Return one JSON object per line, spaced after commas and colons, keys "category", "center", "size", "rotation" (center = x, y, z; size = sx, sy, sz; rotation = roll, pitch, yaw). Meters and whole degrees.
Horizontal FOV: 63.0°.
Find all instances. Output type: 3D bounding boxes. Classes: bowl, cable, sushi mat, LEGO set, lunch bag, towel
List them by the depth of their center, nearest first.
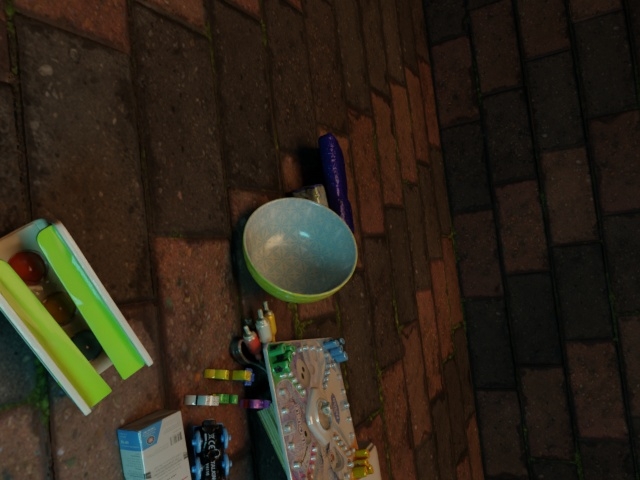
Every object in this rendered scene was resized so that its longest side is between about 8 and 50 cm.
{"category": "LEGO set", "center": [-0.181, 0.321, 1.144], "size": [0.227, 0.093, 0.087], "rotation": [29, 58, -55]}
{"category": "cable", "center": [-0.126, 0.297, 1.271], "size": [0.139, 0.072, 0.287], "rotation": [-49, 125, -48]}
{"category": "sushi mat", "center": [-0.038, 0.527, 1.322], "size": [0.151, 0.019, 0.317], "rotation": [-29, 99, -40]}
{"category": "bowl", "center": [-0.065, 0.050, 1.325], "size": [0.156, 0.289, 0.290], "rotation": [115, -6, -51]}
{"category": "lunch bag", "center": [-0.017, -0.099, 1.542], "size": [0.151, 0.096, 0.129], "rotation": [-27, 106, -69]}
{"category": "towel", "center": [0.056, -0.164, 1.626], "size": [0.227, 0.076, 0.308], "rotation": [44, 36, -88]}

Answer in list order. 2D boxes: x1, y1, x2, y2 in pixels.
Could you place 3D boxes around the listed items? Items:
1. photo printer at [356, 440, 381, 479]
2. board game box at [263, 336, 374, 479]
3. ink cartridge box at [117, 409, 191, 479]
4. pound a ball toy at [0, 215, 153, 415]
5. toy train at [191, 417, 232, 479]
{"category": "photo printer", "center": [0.097, 0.777, 1.504], "size": [0.256, 0.107, 0.308], "rotation": [-7, 89, -60]}
{"category": "board game box", "center": [0.010, 0.440, 1.316], "size": [0.390, 0.050, 0.390], "rotation": [18, 57, -64]}
{"category": "ink cartridge box", "center": [-0.297, 0.413, 0.947], "size": [0.104, 0.060, 0.180], "rotation": [-8, 90, -61]}
{"category": "pound a ball toy", "center": [-0.426, 0.112, 0.762], "size": [0.208, 0.135, 0.319], "rotation": [-39, 119, -29]}
{"category": "toy train", "center": [-0.217, 0.450, 1.028], "size": [0.080, 0.105, 0.184], "rotation": [0, 59, -21]}
